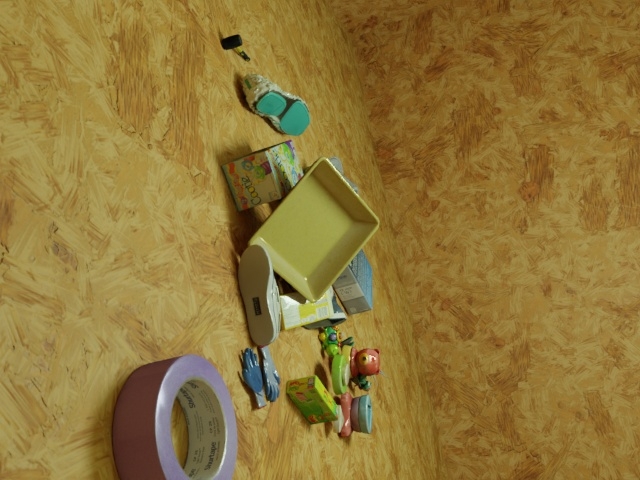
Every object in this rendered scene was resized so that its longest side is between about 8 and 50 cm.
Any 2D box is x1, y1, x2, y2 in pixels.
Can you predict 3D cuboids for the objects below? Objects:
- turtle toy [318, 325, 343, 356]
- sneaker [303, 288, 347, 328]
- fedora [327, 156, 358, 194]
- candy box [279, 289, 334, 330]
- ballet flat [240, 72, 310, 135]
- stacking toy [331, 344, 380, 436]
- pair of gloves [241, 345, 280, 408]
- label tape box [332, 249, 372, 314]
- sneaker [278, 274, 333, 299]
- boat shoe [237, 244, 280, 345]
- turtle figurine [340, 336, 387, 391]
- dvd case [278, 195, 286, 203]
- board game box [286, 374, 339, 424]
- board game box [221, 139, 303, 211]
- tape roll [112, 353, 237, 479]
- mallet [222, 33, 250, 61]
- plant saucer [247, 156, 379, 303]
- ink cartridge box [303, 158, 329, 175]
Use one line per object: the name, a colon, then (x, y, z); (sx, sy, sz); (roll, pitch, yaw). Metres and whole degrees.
turtle toy: (0.041, 0.348, 2.057); (0.095, 0.066, 0.130); (59, 35, -41)
sneaker: (-0.016, 0.209, 1.990); (0.226, 0.086, 0.164); (10, 52, -56)
fedora: (0.036, -0.135, 1.964); (0.275, 0.124, 0.244); (-43, 149, -29)
candy box: (-0.046, 0.203, 1.805); (0.205, 0.027, 0.105); (-9, 86, -42)
ballet flat: (-0.156, -0.490, 2.073); (0.409, 0.146, 0.147); (20, 56, -70)
stacking toy: (0.130, 0.510, 1.989); (0.279, 0.130, 0.309); (35, 53, -74)
pair of gloves: (-0.155, 0.351, 1.527); (0.198, 0.023, 0.159); (7, 68, -73)
label tape box: (0.106, 0.097, 2.411); (0.249, 0.115, 0.348); (-84, 150, -50)
sneaker: (-0.052, 0.142, 1.884); (0.225, 0.088, 0.093); (35, 50, -26)
boat shoe: (-0.154, 0.145, 1.586); (0.088, 0.096, 0.268); (13, 64, -75)
turtle figurine: (0.156, 0.483, 2.215); (0.234, 0.118, 0.175); (59, -15, -7)
dvd case: (-0.111, -0.100, 2.058); (0.087, 0.013, 0.120); (-56, 130, -68)
board game box: (-0.021, 0.470, 1.724); (0.043, 0.092, 0.181); (-85, 154, -47)
board game box: (-0.162, -0.201, 1.765); (0.275, 0.142, 0.144); (-52, 125, -69)
tape roll: (-0.258, 0.355, 1.087); (0.275, 0.090, 0.275); (-16, 90, -73)
mallet: (-0.261, -0.638, 1.959); (0.189, 0.062, 0.039); (0, 77, -73)
plant saucer: (-0.025, -0.032, 1.730); (0.333, 0.333, 0.081); (45, -9, -38)
ink cartridge box: (0.004, -0.139, 2.271); (0.353, 0.119, 0.207); (-77, 147, -57)
